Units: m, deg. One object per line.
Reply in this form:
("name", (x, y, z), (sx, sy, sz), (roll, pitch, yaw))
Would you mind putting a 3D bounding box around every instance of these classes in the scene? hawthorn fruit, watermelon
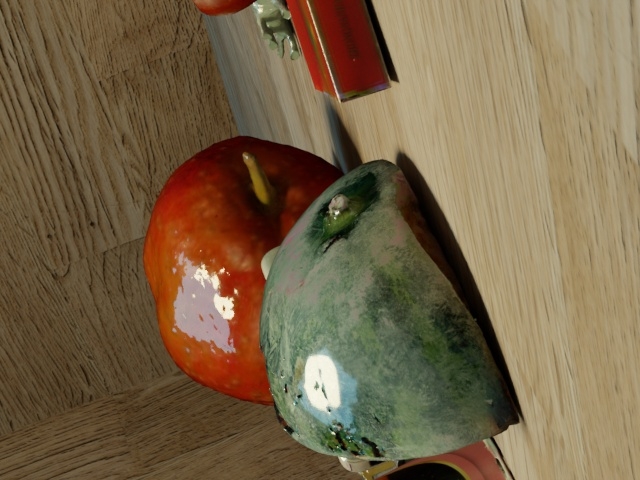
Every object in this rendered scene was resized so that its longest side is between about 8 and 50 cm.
("hawthorn fruit", (-0.061, 0.014, 1.990), (0.330, 0.287, 0.287), (86, 165, -51))
("watermelon", (0.021, 0.053, 1.582), (0.175, 0.188, 0.322), (67, 172, -27))

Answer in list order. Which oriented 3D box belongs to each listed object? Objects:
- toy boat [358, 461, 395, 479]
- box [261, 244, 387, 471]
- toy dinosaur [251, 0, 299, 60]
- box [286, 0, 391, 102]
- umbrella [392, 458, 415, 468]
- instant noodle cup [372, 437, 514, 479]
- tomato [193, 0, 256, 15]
("toy boat", (0.011, 0.133, 2.635), (0.162, 0.136, 0.445), (69, 175, -83))
("box", (0.045, 0.089, 1.761), (0.044, 0.142, 0.285), (73, 175, -46))
("toy dinosaur", (-0.060, -0.274, 2.105), (0.209, 0.039, 0.082), (79, 171, -63))
("box", (0.011, -0.179, 1.555), (0.175, 0.048, 0.112), (-128, 20, -78))
("umbrella", (0.086, 0.192, 2.280), (0.073, 0.067, 0.337), (58, -176, -42))
("instant noodle cup", (0.075, 0.322, 1.756), (0.244, 0.255, 0.244), (160, 90, -83))
("tomato", (-0.064, -0.293, 1.623), (0.174, 0.082, 0.166), (75, -150, -52))
